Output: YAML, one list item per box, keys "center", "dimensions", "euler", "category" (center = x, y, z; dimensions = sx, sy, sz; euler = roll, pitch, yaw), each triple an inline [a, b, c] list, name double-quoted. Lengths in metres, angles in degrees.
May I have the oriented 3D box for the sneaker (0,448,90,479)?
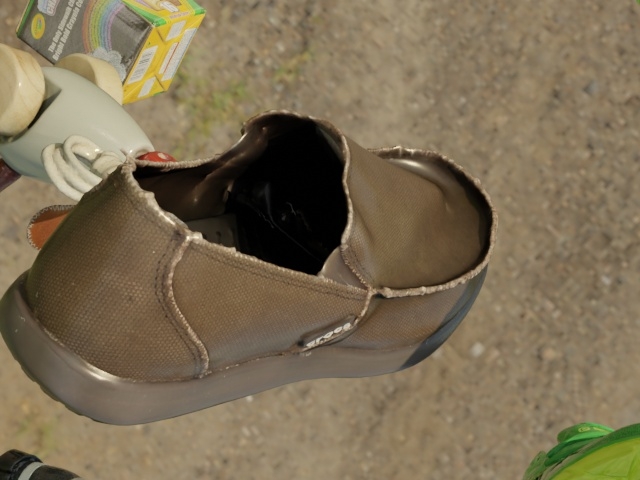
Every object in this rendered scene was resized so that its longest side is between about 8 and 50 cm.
- center: [-0.252, 0.271, 1.121]
  dimensions: [0.079, 0.121, 0.216]
  euler: [14, 96, -60]
  category: "sneaker"

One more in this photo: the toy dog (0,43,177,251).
- center: [-0.215, -0.047, 1.293]
  dimensions: [0.220, 0.333, 0.161]
  euler: [16, 114, -38]
  category: "toy dog"

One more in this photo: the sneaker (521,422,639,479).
- center: [0.213, 0.193, 1.132]
  dimensions: [0.295, 0.109, 0.123]
  euler: [119, -11, -61]
  category: "sneaker"

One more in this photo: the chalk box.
- center: [-0.278, -0.284, 1.764]
  dimensions: [0.132, 0.213, 0.132]
  euler: [-58, 166, 28]
  category: "chalk box"

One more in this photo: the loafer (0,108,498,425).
- center: [0.000, 0.000, 0.776]
  dimensions: [0.366, 0.134, 0.130]
  euler: [-18, 147, -53]
  category: "loafer"

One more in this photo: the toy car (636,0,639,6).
- center: [0.334, -0.201, 1.088]
  dimensions: [0.053, 0.225, 0.239]
  euler: [-28, 114, -47]
  category: "toy car"
